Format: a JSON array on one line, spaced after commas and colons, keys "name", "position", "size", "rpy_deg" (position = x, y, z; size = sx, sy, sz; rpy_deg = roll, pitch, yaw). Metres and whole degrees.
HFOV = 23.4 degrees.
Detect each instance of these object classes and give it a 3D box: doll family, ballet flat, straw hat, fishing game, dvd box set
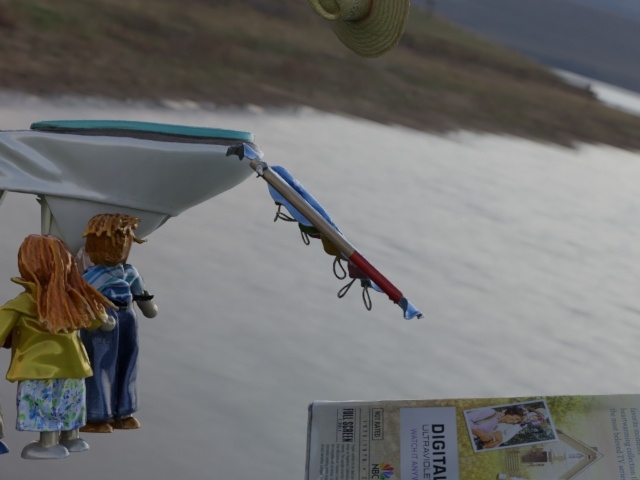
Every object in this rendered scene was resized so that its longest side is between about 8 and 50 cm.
[{"name": "doll family", "position": [-0.174, 0.064, 1.131], "size": [0.118, 0.163, 0.263], "rpy_deg": [1, 5, 25]}, {"name": "ballet flat", "position": [-0.249, -0.043, 1.257], "size": [0.400, 0.139, 0.139], "rpy_deg": [5, 10, -4]}, {"name": "straw hat", "position": [0.019, -0.243, 1.482], "size": [0.061, 0.144, 0.144], "rpy_deg": [-15, 28, -38]}, {"name": "fishing game", "position": [0.000, 0.000, 1.140], "size": [0.189, 0.041, 0.264], "rpy_deg": [44, 1, 2]}, {"name": "dvd box set", "position": [0.195, 0.233, 1.084], "size": [0.420, 0.062, 0.307], "rpy_deg": [-3, 40, 3]}]
